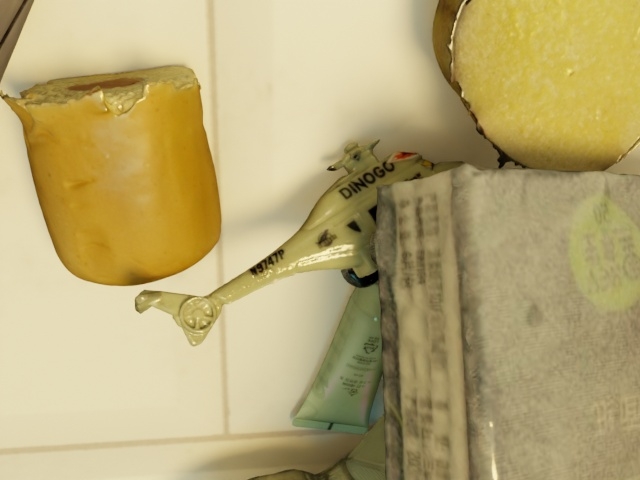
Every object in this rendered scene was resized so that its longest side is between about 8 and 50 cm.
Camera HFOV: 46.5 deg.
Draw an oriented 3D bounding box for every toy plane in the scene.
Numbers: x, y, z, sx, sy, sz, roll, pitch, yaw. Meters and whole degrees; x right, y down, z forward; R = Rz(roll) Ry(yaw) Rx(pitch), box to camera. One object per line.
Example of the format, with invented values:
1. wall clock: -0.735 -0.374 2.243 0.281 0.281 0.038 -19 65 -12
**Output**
1. toy plane: 0.000 0.000 0.568 0.286 0.092 0.108 -31 89 -18

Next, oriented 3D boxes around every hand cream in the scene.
1. hand cream: 0.034 0.109 0.692 0.078 0.050 0.205 9 124 -13

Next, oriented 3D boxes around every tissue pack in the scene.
1. tissue pack: 0.185 0.153 0.526 0.288 0.124 0.395 1 85 -29

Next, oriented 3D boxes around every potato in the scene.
1. potato: 0.162 -0.134 0.544 0.200 0.081 0.164 32 103 -27

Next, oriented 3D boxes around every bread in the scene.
1. bread: -0.144 -0.043 0.549 0.134 0.085 0.173 -8 122 -3

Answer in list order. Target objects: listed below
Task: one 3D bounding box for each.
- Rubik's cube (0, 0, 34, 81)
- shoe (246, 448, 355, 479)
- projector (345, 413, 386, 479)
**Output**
1. Rubik's cube: -0.344 -0.099 0.367 0.307 0.305 0.310 27 116 -19
2. shoe: 0.038 0.313 0.779 0.341 0.132 0.211 -8 140 -15
3. projector: 0.172 0.209 0.650 0.198 0.108 0.250 -44 104 -28
